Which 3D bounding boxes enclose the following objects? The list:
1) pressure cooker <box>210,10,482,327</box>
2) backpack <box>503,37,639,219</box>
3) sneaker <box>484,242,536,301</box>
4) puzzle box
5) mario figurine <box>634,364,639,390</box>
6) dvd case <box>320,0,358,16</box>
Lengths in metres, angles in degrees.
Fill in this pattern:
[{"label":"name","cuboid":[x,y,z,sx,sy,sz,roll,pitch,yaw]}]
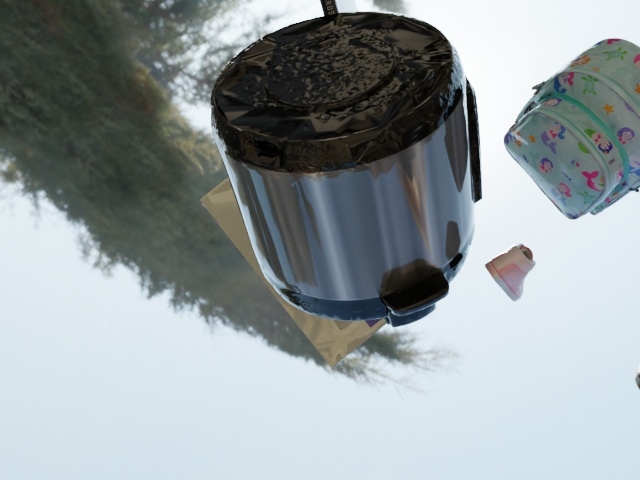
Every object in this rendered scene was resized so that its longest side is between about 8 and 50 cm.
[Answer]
[{"label":"pressure cooker","cuboid":[0.048,-0.089,1.150,0.375,0.421,0.370,7,-135,23]},{"label":"backpack","cuboid":[0.417,-0.167,1.137,0.191,0.225,0.253,-36,172,-23]},{"label":"sneaker","cuboid":[0.300,0.048,1.143,0.070,0.134,0.051,-38,-123,9]},{"label":"puzzle box","cuboid":[0.000,0.000,1.426,0.272,0.052,0.409,-38,-98,-4]},{"label":"mario figurine","cuboid":[0.513,0.100,0.835,0.321,0.198,0.170,-52,-137,23]},{"label":"dvd case","cuboid":[0.027,-0.432,1.298,0.029,0.179,0.238,-14,-172,15]}]
